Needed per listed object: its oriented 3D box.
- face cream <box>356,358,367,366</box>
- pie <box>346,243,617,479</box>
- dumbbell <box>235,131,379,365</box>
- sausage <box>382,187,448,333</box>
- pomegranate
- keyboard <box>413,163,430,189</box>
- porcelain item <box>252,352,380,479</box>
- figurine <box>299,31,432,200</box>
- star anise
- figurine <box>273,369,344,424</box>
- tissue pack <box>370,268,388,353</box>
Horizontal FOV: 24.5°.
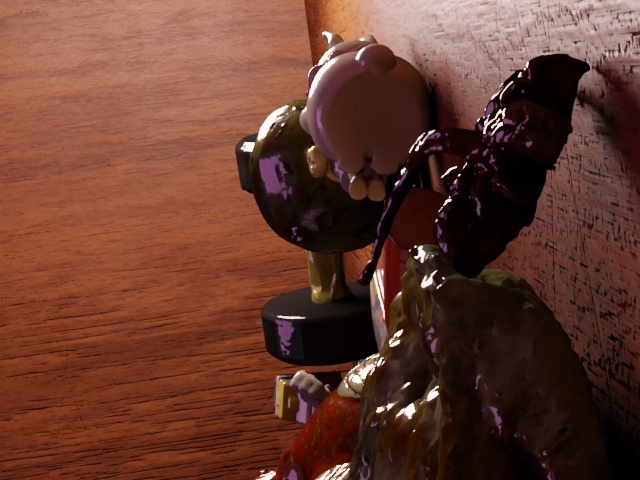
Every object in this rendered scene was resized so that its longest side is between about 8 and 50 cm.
[{"bbox_3d":[0.097,0.313,2.309,0.163,0.080,0.336,-102,4,-48],"label":"face cream"},{"bbox_3d":[0.093,0.200,0.924,0.395,0.180,0.418,86,-178,-56],"label":"pie"},{"bbox_3d":[0.000,0.000,2.097,0.204,0.204,0.322,-109,11,-78],"label":"dumbbell"},{"bbox_3d":[0.098,0.047,1.494,0.274,0.074,0.074,87,175,-59],"label":"sausage"},{"bbox_3d":[0.022,-0.096,1.739,0.202,0.202,0.248,85,-156,-55],"label":"pomegranate"},{"bbox_3d":[0.102,-0.091,1.586,0.060,0.018,0.195,79,-176,-84],"label":"keyboard"},{"bbox_3d":[0.050,0.222,1.354,0.253,0.253,0.253,172,90,-88],"label":"porcelain item"},{"bbox_3d":[0.041,-0.139,1.528,0.235,0.127,0.155,-109,9,-74],"label":"figurine"},{"bbox_3d":[0.082,-0.031,0.821,0.190,0.070,0.097,-56,18,31],"label":"star anise"},{"bbox_3d":[0.053,0.279,2.058,0.143,0.308,0.308,-60,0,-4],"label":"figurine"},{"bbox_3d":[0.099,0.113,1.821,0.148,0.060,0.108,-100,2,-59],"label":"tissue pack"}]
